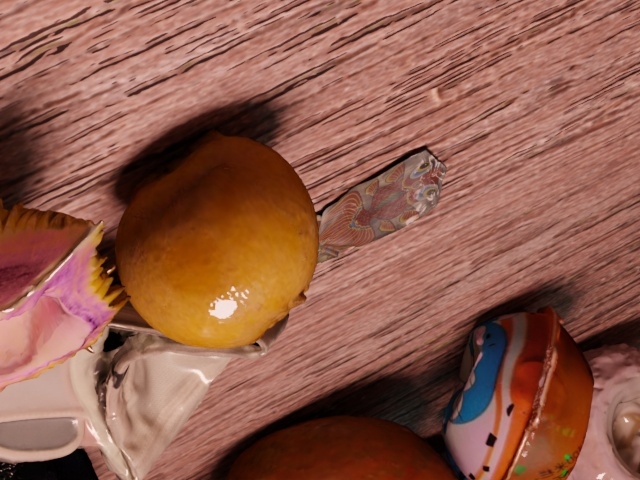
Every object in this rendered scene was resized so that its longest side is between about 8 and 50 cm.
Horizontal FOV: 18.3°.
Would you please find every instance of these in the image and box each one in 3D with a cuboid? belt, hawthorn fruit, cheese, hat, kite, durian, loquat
[{"bbox_3d":[-0.255,0.251,1.717,0.151,0.078,0.198,-25,160,-14],"label":"belt"},{"bbox_3d":[-0.004,0.295,1.917,0.298,0.277,0.277,3,159,6],"label":"hawthorn fruit"},{"bbox_3d":[0.185,0.175,1.970,0.129,0.217,0.329,19,165,-3],"label":"cheese"},{"bbox_3d":[-0.155,0.071,1.445,0.226,0.164,0.219,29,132,-19],"label":"hat"},{"bbox_3d":[0.001,0.003,1.559,0.229,0.016,0.127,-30,155,2],"label":"kite"},{"bbox_3d":[-0.277,0.050,1.208,0.341,0.112,0.191,-21,168,2],"label":"durian"},{"bbox_3d":[-0.065,0.002,1.312,0.141,0.141,0.141,-24,158,-10],"label":"loquat"}]

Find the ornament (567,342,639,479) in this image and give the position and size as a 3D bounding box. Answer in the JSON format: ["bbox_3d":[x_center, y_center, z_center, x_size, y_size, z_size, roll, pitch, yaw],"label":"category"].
[{"bbox_3d":[0.325,0.248,2.174,0.259,0.259,0.225,-18,163,-25],"label":"ornament"}]

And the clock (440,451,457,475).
[{"bbox_3d":[0.091,0.314,2.272,0.280,0.055,0.280,-20,162,-7],"label":"clock"}]
